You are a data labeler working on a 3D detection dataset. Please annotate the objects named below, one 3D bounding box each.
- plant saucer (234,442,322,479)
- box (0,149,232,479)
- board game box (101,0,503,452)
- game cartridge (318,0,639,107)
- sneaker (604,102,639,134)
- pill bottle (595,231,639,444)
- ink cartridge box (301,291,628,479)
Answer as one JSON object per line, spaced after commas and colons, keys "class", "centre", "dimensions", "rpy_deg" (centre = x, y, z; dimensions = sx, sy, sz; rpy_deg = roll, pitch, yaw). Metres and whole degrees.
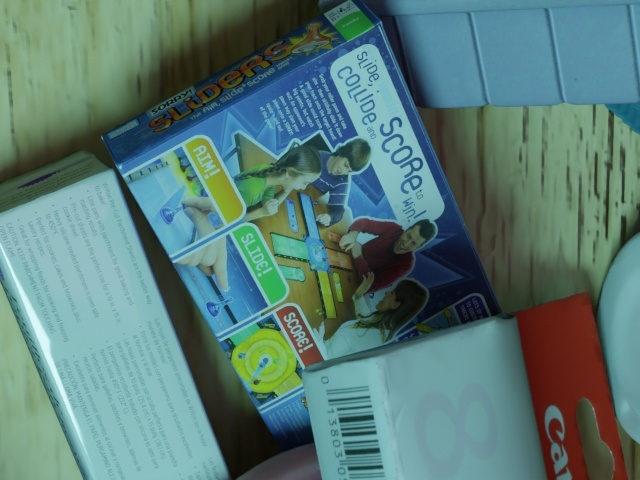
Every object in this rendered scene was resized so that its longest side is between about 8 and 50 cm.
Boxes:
{"class": "plant saucer", "centre": [0.032, 0.265, 0.767], "dimensions": [0.332, 0.084, 0.332], "rpy_deg": [2, 88, -45]}
{"class": "box", "centre": [-0.082, 0.116, 0.772], "dimensions": [0.067, 0.063, 0.324], "rpy_deg": [-25, 110, -15]}
{"class": "board game box", "centre": [0.000, 0.000, 0.756], "dimensions": [0.136, 0.035, 0.201], "rpy_deg": [-29, 126, -4]}
{"class": "game cartridge", "centre": [0.084, -0.213, 0.644], "dimensions": [0.068, 0.230, 0.355], "rpy_deg": [-58, 142, -45]}
{"class": "sneaker", "centre": [0.178, -0.118, 0.814], "dimensions": [0.228, 0.087, 0.092], "rpy_deg": [37, 80, -30]}
{"class": "pill bottle", "centre": [0.276, 0.054, 0.862], "dimensions": [0.221, 0.124, 0.124], "rpy_deg": [2, 101, -21]}
{"class": "ink cartridge box", "centre": [0.101, 0.127, 0.747], "dimensions": [0.232, 0.066, 0.189], "rpy_deg": [-11, 89, -42]}
